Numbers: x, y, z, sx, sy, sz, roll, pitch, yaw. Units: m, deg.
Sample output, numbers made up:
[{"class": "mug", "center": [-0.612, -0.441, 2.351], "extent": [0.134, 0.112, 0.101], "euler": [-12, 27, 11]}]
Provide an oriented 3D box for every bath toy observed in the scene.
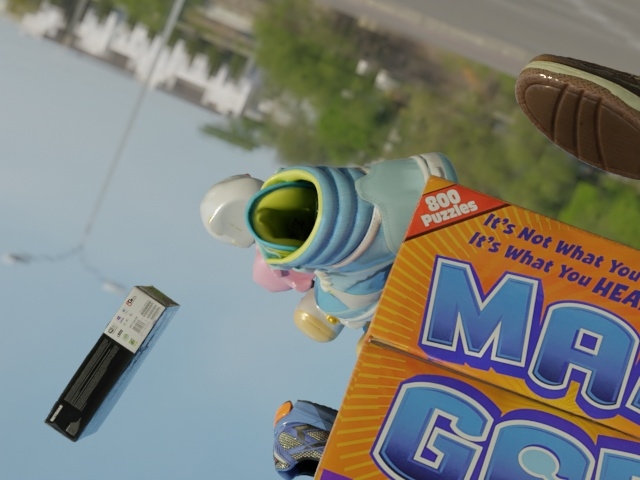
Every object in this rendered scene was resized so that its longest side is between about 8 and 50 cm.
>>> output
[{"class": "bath toy", "center": [-0.027, 0.030, 2.450], "extent": [0.348, 0.151, 0.129], "euler": [40, -161, -21]}]

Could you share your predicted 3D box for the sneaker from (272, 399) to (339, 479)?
[{"class": "sneaker", "center": [0.049, 0.246, 1.921], "extent": [0.221, 0.087, 0.083], "euler": [13, 145, 7]}]

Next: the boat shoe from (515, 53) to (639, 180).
[{"class": "boat shoe", "center": [0.305, -0.109, 1.642], "extent": [0.257, 0.095, 0.095], "euler": [28, 142, 2]}]

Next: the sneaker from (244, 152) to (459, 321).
[{"class": "sneaker", "center": [0.000, 0.000, 1.901], "extent": [0.208, 0.127, 0.319], "euler": [-2, 155, -21]}]

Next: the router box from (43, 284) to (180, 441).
[{"class": "router box", "center": [-0.227, 0.134, 1.966], "extent": [0.046, 0.179, 0.133], "euler": [34, 180, 3]}]

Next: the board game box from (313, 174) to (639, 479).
[{"class": "board game box", "center": [0.186, 0.222, 1.682], "extent": [0.356, 0.356, 0.356], "euler": [20, 153, 3]}]
